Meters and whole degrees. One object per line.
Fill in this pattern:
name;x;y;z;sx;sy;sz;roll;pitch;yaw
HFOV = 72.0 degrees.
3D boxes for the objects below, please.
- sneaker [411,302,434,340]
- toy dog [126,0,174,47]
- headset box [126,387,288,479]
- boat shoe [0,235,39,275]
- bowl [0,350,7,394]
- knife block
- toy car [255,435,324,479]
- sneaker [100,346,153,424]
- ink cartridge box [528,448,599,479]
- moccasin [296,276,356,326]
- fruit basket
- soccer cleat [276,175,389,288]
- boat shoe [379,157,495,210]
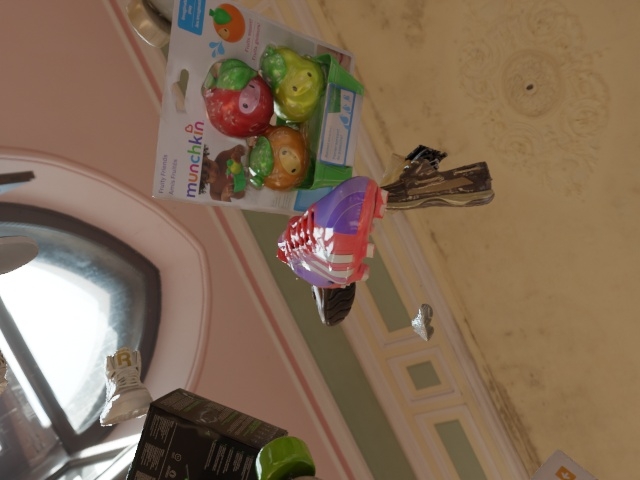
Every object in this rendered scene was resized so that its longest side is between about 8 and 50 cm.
sneaker;0.296;0.237;1.297;0.061;0.054;0.152;24;-37;35
toy dog;-0.284;-0.509;0.763;0.220;0.161;0.333;-7;-77;13
headset box;-0.225;0.474;0.886;0.283;0.131;0.246;16;-91;11
boat shoe;-0.813;0.034;0.987;0.105;0.306;0.113;56;-25;28
bowl;-0.622;0.261;0.784;0.080;0.170;0.170;32;-66;-4
knife block;0.285;-0.169;1.379;0.088;0.242;0.275;12;-67;-24
toy car;0.005;0.293;0.370;0.149;0.155;0.188;-44;-61;1
sneaker;-0.454;0.325;1.009;0.292;0.108;0.169;-38;-119;54
ink cartridge box;0.207;0.377;0.409;0.176;0.371;0.069;35;-46;40
moccasin;0.010;0.089;1.326;0.147;0.139;0.380;25;-44;50
fruit basket;-0.085;-0.209;0.745;0.165;0.353;0.326;13;-85;45
soccer cleat;0.000;0.000;0.431;0.095;0.248;0.083;16;-103;0
boat shoe;0.265;-0.148;1.152;0.356;0.132;0.130;-3;-85;5
